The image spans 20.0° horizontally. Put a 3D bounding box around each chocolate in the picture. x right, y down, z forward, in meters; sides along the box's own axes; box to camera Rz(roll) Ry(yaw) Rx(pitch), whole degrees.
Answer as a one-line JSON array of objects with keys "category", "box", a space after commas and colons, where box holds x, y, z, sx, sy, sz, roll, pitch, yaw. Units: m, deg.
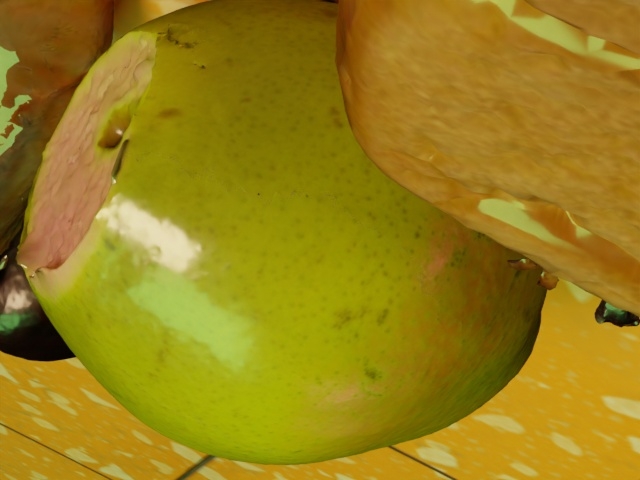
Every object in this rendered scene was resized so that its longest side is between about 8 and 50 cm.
[{"category": "chocolate", "box": [-0.120, 0.020, 0.947, 0.125, 0.080, 0.149, -13, 170, 10]}]

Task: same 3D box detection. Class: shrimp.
[{"category": "shrimp", "box": [-0.184, -0.046, 0.791, 0.152, 0.063, 0.287, 6, 135, -24]}]

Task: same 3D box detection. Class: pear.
[{"category": "pear", "box": [0.000, 0.000, 0.709, 0.220, 0.187, 0.187, 20, 163, -25]}]

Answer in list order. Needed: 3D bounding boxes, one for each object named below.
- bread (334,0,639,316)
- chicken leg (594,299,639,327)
[{"category": "bread", "box": [0.181, -0.054, 0.417, 0.337, 0.148, 0.328, 25, 163, -5]}, {"category": "chicken leg", "box": [0.119, -0.015, 0.697, 0.037, 0.062, 0.145, 57, 180, 38]}]
